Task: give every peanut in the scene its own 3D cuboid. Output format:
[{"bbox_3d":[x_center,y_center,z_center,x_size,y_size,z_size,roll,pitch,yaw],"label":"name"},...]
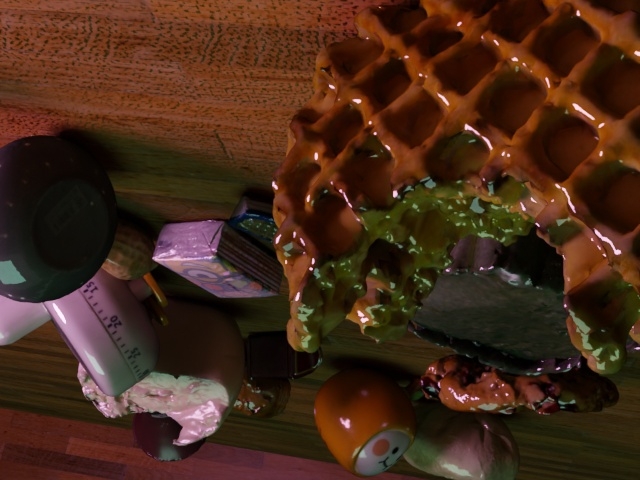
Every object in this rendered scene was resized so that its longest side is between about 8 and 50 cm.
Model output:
[{"bbox_3d":[-0.286,0.001,1.207,0.089,0.089,0.193,-5,154,36],"label":"peanut"}]

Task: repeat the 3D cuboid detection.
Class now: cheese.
[{"bbox_3d":[-0.256,0.205,1.526,0.266,0.233,0.127,8,137,7],"label":"cheese"}]

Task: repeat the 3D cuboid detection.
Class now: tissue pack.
[{"bbox_3d":[-0.133,0.029,1.229,0.108,0.060,0.148,-1,156,33],"label":"tissue pack"}]

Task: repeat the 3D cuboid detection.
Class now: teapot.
[{"bbox_3d":[-0.360,-0.033,1.047,0.250,0.184,0.183,10,163,37],"label":"teapot"}]

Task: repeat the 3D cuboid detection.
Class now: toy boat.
[{"bbox_3d":[0.000,0.000,1.104,0.228,0.046,0.080,21,157,-26],"label":"toy boat"}]

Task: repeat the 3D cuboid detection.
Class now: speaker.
[{"bbox_3d":[-0.325,0.394,2.158,0.259,0.198,0.329,23,152,5],"label":"speaker"}]

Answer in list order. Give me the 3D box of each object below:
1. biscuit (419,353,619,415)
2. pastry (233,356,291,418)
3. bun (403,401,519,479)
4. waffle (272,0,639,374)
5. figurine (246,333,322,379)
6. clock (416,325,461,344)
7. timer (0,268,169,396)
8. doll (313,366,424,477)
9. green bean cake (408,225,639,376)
[{"bbox_3d":[0.296,0.210,1.395,0.289,0.081,0.334,2,176,23],"label":"biscuit"},{"bbox_3d":[-0.159,0.274,1.800,0.218,0.100,0.229,27,177,-29],"label":"pastry"},{"bbox_3d":[0.287,0.410,1.904,0.259,0.160,0.259,13,176,1],"label":"bun"},{"bbox_3d":[0.117,-0.042,0.620,0.324,0.261,0.151,0,165,34],"label":"waffle"},{"bbox_3d":[-0.052,0.212,1.669,0.154,0.082,0.098,-7,167,39],"label":"figurine"},{"bbox_3d":[0.224,0.126,1.291,0.184,0.040,0.184,6,169,1],"label":"clock"},{"bbox_3d":[-0.354,0.127,1.353,0.233,0.240,0.233,48,160,23],"label":"timer"},{"bbox_3d":[0.107,0.324,1.764,0.213,0.236,0.213,52,168,16],"label":"doll"},{"bbox_3d":[0.211,0.045,0.993,0.255,0.132,0.241,21,157,-19],"label":"green bean cake"}]
